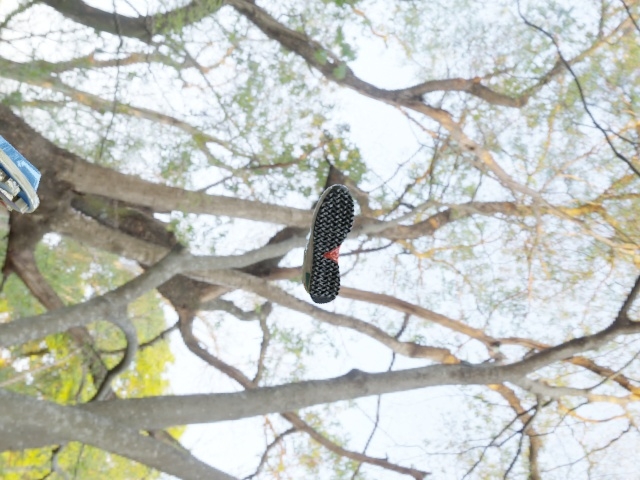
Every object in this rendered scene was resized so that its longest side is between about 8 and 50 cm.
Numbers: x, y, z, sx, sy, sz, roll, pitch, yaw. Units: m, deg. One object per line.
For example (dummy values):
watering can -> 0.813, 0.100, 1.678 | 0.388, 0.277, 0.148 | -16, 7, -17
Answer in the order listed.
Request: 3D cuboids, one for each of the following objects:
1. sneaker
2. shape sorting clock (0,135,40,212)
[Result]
sneaker -> 0.000, 0.000, 0.873 | 0.075, 0.057, 0.162 | -147, -117, -63
shape sorting clock -> -0.327, -0.095, 0.548 | 0.206, 0.206, 0.040 | 6, -124, 52
